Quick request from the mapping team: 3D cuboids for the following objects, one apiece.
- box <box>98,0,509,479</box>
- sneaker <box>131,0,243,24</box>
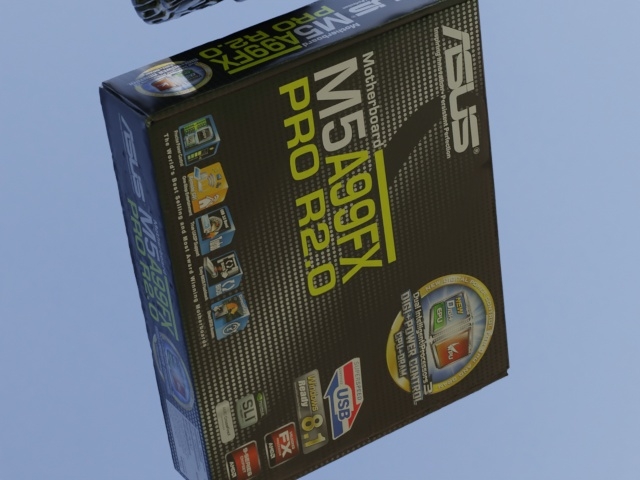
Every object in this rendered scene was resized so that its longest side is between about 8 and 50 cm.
[{"bbox_3d":[0.000,0.000,1.096,0.216,0.060,0.270,-23,-56,-24],"label":"box"},{"bbox_3d":[-0.065,-0.206,1.113,0.130,0.109,0.286,64,-166,-4],"label":"sneaker"}]
